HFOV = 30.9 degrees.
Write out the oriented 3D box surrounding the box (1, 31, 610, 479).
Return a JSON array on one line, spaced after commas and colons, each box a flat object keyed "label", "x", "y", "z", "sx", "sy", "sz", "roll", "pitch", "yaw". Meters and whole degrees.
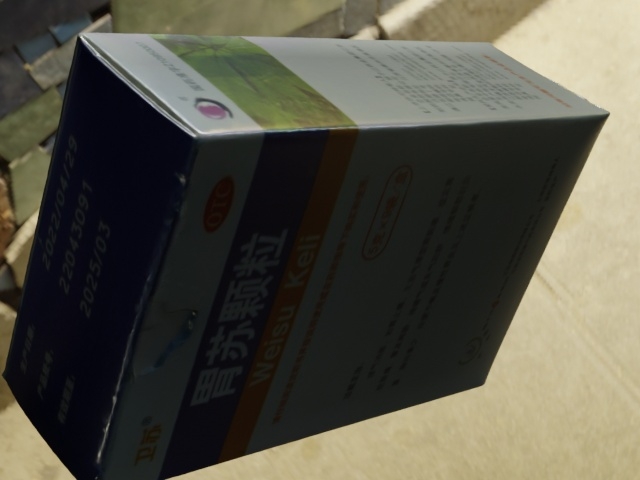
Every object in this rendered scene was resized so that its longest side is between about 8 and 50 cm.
[{"label": "box", "x": 0.000, "y": 0.000, "z": 0.627, "sx": 0.106, "sy": 0.299, "sz": 0.200, "roll": 40, "pitch": 123, "yaw": 35}]
